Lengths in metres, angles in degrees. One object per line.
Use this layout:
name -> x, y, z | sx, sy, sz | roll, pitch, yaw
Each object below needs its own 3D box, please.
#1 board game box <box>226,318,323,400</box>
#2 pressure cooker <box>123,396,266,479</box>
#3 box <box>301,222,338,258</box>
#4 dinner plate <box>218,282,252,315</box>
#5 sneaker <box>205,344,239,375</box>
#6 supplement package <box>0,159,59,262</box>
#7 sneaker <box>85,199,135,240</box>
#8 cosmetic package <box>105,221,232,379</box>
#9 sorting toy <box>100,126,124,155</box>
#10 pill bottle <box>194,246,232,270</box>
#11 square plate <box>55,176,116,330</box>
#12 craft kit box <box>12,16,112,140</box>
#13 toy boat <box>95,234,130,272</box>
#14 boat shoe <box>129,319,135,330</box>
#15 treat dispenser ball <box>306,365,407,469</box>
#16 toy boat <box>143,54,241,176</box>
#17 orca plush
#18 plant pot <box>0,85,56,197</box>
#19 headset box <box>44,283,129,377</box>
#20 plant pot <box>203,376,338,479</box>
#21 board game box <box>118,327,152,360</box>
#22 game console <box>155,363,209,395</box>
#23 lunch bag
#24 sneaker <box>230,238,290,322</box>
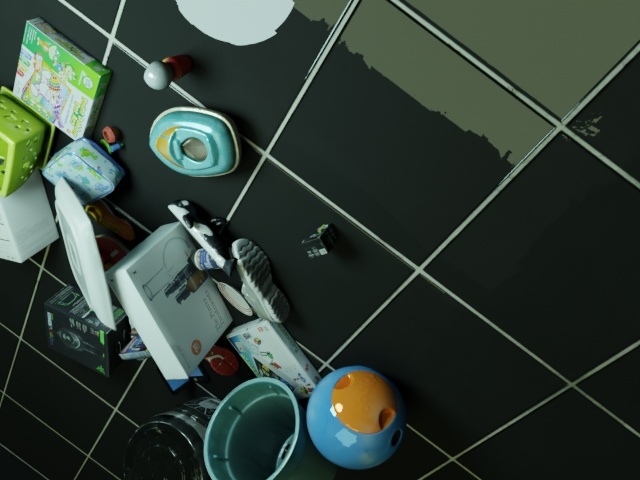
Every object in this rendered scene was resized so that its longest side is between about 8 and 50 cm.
board game box -> -0.142, 0.386, 1.833 | 0.193, 0.053, 0.305 | -24, 108, 35
pressure cooker -> -0.409, 0.740, 1.967 | 0.376, 0.420, 0.369 | -32, 73, 24
box -> 0.000, 0.000, 1.506 | 0.062, 0.083, 0.052 | -17, 113, 32
dinner plate -> -0.258, 0.176, 1.752 | 0.141, 0.017, 0.141 | 35, 154, 20
sneaker -> -0.371, 0.363, 1.926 | 0.221, 0.087, 0.128 | 48, 173, -34
supplement package -> -1.008, -0.107, 1.846 | 0.176, 0.177, 0.292 | 11, 123, 19
sneaker -> -0.660, -0.054, 1.790 | 0.175, 0.067, 0.064 | 38, 126, -4
cosmetic package -> -0.434, 0.175, 1.691 | 0.098, 0.284, 0.377 | -10, 116, 30
sorting toy -> -0.595, -0.285, 1.637 | 0.061, 0.042, 0.102 | 49, 141, 9
pill bottle -> -0.307, 0.051, 1.691 | 0.120, 0.067, 0.067 | -8, 116, 29
square plate -> -0.666, 0.037, 1.593 | 0.344, 0.049, 0.346 | 37, 136, 46
craft kit box -> -0.722, -0.438, 1.587 | 0.247, 0.061, 0.249 | 35, 128, -2
toy boat -> -0.686, 0.097, 1.842 | 0.151, 0.151, 0.231 | -34, 102, 36
boat shoe -> -0.638, 0.320, 2.021 | 0.063, 0.066, 0.184 | 31, 143, 48
treat dispenser ball -> 0.104, 0.508, 1.648 | 0.289, 0.288, 0.287 | 12, 124, 18
toy boat -> -0.347, -0.301, 1.438 | 0.268, 0.148, 0.318 | 2, 121, 24
orca plush -> -0.308, -0.032, 1.611 | 0.287, 0.102, 0.151 | 41, 166, 34
plant pot -> -0.919, -0.301, 1.665 | 0.228, 0.207, 0.227 | 36, 127, 1
headset box -> -0.832, 0.332, 2.070 | 0.283, 0.131, 0.246 | 23, 127, 9
plant pot -> -0.129, 0.656, 1.797 | 0.342, 0.340, 0.334 | -10, 142, 29
board game box -> -0.567, 0.332, 1.897 | 0.194, 0.194, 0.060 | -12, 115, 25
game console -> -0.488, 0.471, 2.027 | 0.124, 0.085, 0.143 | -11, 115, 30
lunch bag -> -0.693, -0.197, 1.675 | 0.219, 0.090, 0.176 | -18, 129, 40
sneaker -> -0.200, 0.128, 1.668 | 0.115, 0.105, 0.281 | -10, 113, 36
